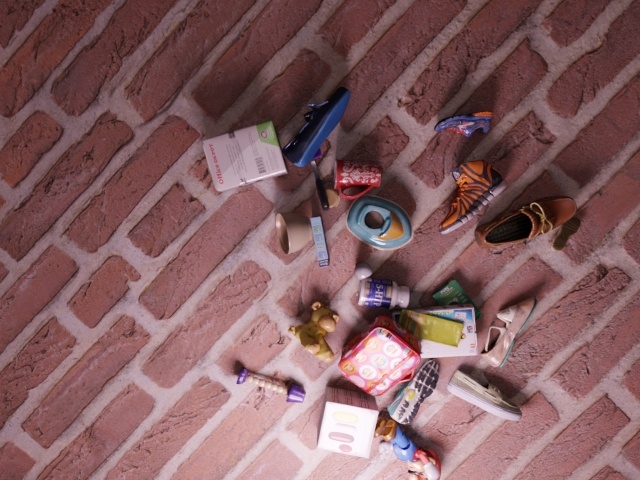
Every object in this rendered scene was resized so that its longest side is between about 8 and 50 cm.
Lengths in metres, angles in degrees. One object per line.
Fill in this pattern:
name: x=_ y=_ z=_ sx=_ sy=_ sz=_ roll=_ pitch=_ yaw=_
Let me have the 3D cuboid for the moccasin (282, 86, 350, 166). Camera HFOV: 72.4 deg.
moccasin: x=-0.021 y=-0.441 z=1.629 sx=0.117 sy=0.138 sz=0.342 roll=36 pitch=85 yaw=15

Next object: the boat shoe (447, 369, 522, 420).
boat shoe: x=0.652 y=0.607 z=1.713 sx=0.302 sy=0.109 sz=0.094 roll=23 pitch=92 yaw=2

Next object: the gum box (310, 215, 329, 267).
gum box: x=0.000 y=0.000 z=1.657 sx=0.041 sy=0.157 sz=0.184 roll=-11 pitch=94 yaw=2

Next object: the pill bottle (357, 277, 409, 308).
pill bottle: x=0.242 y=0.206 z=1.689 sx=0.186 sy=0.112 sz=0.112 roll=7 pitch=94 yaw=1

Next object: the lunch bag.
lunch bag: x=0.239 y=0.453 z=1.670 sx=0.258 sy=0.120 sz=0.293 roll=38 pitch=116 yaw=-4

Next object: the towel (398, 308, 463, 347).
towel: x=0.413 y=0.334 z=1.660 sx=0.237 sy=0.021 sz=0.102 roll=13 pitch=102 yaw=7

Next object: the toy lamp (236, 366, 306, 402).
toy lamp: x=-0.192 y=0.579 z=1.744 sx=0.274 sy=0.080 sz=0.080 roll=20 pitch=94 yaw=1

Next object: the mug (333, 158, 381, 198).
mug: x=0.138 y=-0.231 z=1.665 sx=0.169 sy=0.113 sz=0.150 roll=1 pitch=96 yaw=-3

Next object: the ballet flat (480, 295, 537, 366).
ballet flat: x=0.720 y=0.339 z=1.696 sx=0.106 sy=0.107 sz=0.316 roll=28 pitch=94 yaw=13

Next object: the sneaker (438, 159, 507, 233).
sneaker: x=0.534 y=-0.178 z=1.662 sx=0.321 sy=0.124 sz=0.180 roll=-41 pitch=88 yaw=-7

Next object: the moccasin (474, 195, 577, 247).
moccasin: x=0.774 y=-0.071 z=1.639 sx=0.380 sy=0.147 sz=0.139 roll=-15 pitch=94 yaw=2

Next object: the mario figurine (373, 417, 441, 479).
mario figurine: x=0.334 y=0.844 z=1.690 sx=0.320 sy=0.198 sz=0.170 roll=44 pitch=98 yaw=-8

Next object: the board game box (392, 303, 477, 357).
board game box: x=0.441 y=0.354 z=1.698 sx=0.305 sy=0.053 sz=0.193 roll=-6 pitch=98 yaw=10

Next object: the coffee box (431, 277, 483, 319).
coffee box: x=0.535 y=0.251 z=1.720 sx=0.113 sy=0.040 sz=0.184 roll=-40 pitch=93 yaw=6

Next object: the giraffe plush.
giraffe plush: x=-0.004 y=0.342 z=1.698 sx=0.210 sy=0.181 sz=0.170 roll=35 pitch=83 yaw=33

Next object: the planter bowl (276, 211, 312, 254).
planter bowl: x=-0.094 y=-0.036 z=1.666 sx=0.109 sy=0.162 sz=0.162 roll=-13 pitch=94 yaw=-18

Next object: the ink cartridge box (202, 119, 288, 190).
ink cartridge box: x=-0.281 y=-0.315 z=1.661 sx=0.272 sy=0.115 sz=0.198 roll=-16 pitch=93 yaw=1

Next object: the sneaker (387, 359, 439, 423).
sneaker: x=0.359 y=0.579 z=1.718 sx=0.275 sy=0.110 sz=0.107 roll=-48 pitch=109 yaw=-13

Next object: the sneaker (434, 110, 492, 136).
sneaker: x=0.542 y=-0.433 z=1.655 sx=0.221 sy=0.083 sz=0.087 roll=-8 pitch=102 yaw=5

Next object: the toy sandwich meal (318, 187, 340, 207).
toy sandwich meal: x=0.035 y=-0.166 z=1.710 sx=0.085 sy=0.029 sz=0.086 roll=2 pitch=99 yaw=11

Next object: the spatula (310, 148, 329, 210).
spatula: x=-0.015 y=-0.255 z=1.686 sx=0.084 sy=0.030 sz=0.296 roll=-17 pitch=87 yaw=2

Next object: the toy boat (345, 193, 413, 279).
toy boat: x=0.206 y=-0.004 z=1.656 sx=0.267 sy=0.148 sz=0.318 roll=21 pitch=94 yaw=0

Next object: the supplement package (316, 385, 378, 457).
supplement package: x=0.102 y=0.704 z=1.709 sx=0.203 sy=0.149 sz=0.194 roll=11 pitch=94 yaw=0

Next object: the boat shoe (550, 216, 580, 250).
boat shoe: x=0.945 y=-0.024 z=1.696 sx=0.056 sy=0.048 sz=0.153 roll=33 pitch=87 yaw=11
